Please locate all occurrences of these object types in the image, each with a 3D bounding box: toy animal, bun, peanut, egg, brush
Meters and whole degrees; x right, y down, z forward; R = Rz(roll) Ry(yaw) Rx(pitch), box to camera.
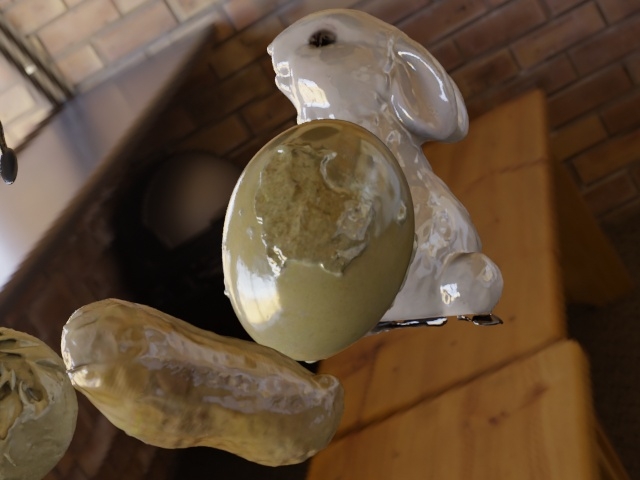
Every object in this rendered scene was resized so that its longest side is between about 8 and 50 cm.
[{"bbox_3d":[0.065,-0.074,1.368,0.258,0.357,0.194,-7,-3,27],"label":"toy animal"},{"bbox_3d":[-0.463,0.230,1.795,0.259,0.259,0.152,-41,-15,-29],"label":"bun"},{"bbox_3d":[-0.081,0.098,0.886,0.099,0.214,0.099,-37,45,51],"label":"peanut"},{"bbox_3d":[-0.003,-0.001,1.066,0.164,0.164,0.201,13,90,67],"label":"egg"},{"bbox_3d":[-0.291,-0.084,1.191,0.024,0.008,0.083,-43,53,26],"label":"brush"}]
